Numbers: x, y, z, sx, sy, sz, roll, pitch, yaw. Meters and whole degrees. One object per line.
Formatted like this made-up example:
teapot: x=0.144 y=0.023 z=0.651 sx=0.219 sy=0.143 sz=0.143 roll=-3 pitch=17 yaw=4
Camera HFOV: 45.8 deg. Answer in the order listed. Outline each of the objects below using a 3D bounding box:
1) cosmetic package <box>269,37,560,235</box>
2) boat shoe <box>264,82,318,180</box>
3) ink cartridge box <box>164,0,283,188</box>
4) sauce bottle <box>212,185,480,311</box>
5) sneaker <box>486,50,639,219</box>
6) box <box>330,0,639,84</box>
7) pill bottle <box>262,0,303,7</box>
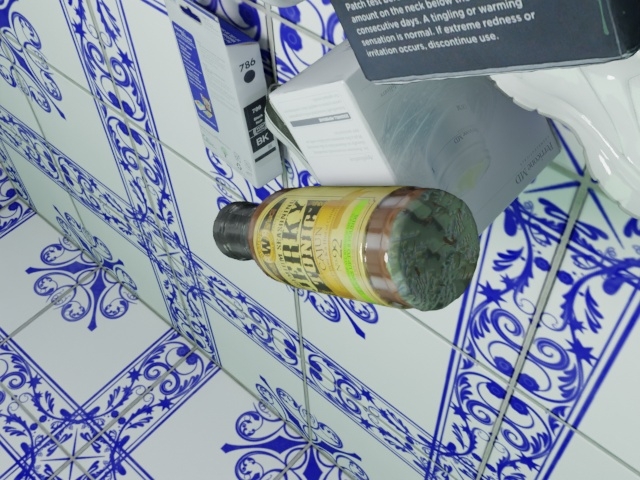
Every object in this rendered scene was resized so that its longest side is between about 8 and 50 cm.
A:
cosmetic package: x=0.109 y=-0.122 z=0.813 sx=0.138 sy=0.224 sz=0.224 roll=5 pitch=131 yaw=54
boat shoe: x=-0.003 y=-0.149 z=1.110 sx=0.219 sy=0.078 sz=0.070 roll=40 pitch=154 yaw=19
ink cartridge box: x=-0.151 y=-0.248 z=1.194 sx=0.165 sy=0.065 sz=0.332 roll=41 pitch=156 yaw=32
sauce bottle: x=0.000 y=0.000 z=0.763 sx=0.344 sy=0.111 sz=0.111 roll=3 pitch=130 yaw=55
sneaker: x=0.261 y=-0.158 z=0.706 sx=0.297 sy=0.111 sz=0.129 roll=43 pitch=138 yaw=2
box: x=0.107 y=-0.340 z=0.444 sx=0.212 sy=0.293 sz=0.395 roll=9 pitch=134 yaw=51
pill bottle: x=-0.119 y=-0.391 z=0.861 sx=0.283 sy=0.161 sz=0.161 roll=34 pitch=151 yaw=25
